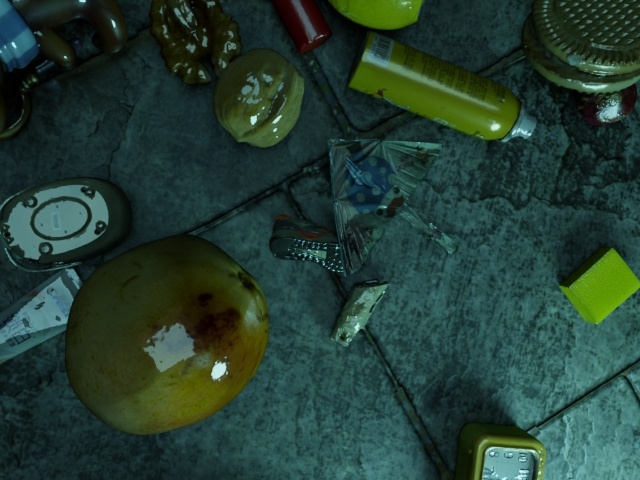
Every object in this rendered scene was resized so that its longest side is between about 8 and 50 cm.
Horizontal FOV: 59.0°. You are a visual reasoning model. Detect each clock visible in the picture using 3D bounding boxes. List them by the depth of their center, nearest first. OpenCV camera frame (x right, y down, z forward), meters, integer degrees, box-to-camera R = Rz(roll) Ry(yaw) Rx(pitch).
[{"bbox_3d":[0.327,0.451,1.045,0.143,0.096,0.202,6,89,-5],"label":"clock"}]

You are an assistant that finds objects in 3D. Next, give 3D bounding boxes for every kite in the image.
[{"bbox_3d":[0.126,-0.070,1.012,0.314,0.011,0.335,40,70,-12],"label":"kite"}]

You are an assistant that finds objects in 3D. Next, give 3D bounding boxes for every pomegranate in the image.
[{"bbox_3d":[-0.239,0.144,0.860,0.319,0.319,0.319,0,90,-8],"label":"pomegranate"}]

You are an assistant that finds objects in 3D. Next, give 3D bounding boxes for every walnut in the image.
[{"bbox_3d":[-0.101,-0.240,0.953,0.166,0.149,0.166,-21,121,-39],"label":"walnut"},{"bbox_3d":[-0.212,-0.350,0.974,0.143,0.069,0.170,-25,92,-6],"label":"walnut"}]

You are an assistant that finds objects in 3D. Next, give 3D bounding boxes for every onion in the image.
[{"bbox_3d":[0.541,-0.274,1.075,0.107,0.097,0.107,12,115,27],"label":"onion"}]

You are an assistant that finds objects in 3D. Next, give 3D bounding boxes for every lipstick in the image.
[{"bbox_3d":[-0.074,-0.470,0.993,0.073,0.073,0.279,-30,95,-7],"label":"lipstick"}]

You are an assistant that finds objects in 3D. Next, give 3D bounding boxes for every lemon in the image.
[{"bbox_3d":[0.087,-0.484,0.938,0.219,0.240,0.240,17,88,5],"label":"lemon"}]

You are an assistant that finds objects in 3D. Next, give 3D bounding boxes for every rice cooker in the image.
[{"bbox_3d":[-0.414,-0.030,0.918,0.206,0.127,0.145,-18,92,-16],"label":"rice cooker"}]

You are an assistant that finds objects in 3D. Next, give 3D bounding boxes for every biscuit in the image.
[{"bbox_3d":[0.494,-0.381,1.030,0.259,0.079,0.259,0,62,0],"label":"biscuit"}]

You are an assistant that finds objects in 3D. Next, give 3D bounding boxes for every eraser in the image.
[{"bbox_3d":[0.542,0.087,1.098,0.122,0.045,0.097,-41,95,-5],"label":"eraser"}]

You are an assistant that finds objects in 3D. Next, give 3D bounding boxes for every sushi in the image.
[{"bbox_3d":[0.063,-0.105,1.026,0.083,0.046,0.044,-22,94,-8],"label":"sushi"}]

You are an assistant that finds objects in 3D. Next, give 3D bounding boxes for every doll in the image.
[{"bbox_3d":[-0.475,-0.330,0.850,0.209,0.318,0.340,20,62,31],"label":"doll"}]

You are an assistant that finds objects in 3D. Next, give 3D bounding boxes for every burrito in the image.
[{"bbox_3d":[0.068,0.125,1.032,0.055,0.041,0.149,37,82,-20],"label":"burrito"}]

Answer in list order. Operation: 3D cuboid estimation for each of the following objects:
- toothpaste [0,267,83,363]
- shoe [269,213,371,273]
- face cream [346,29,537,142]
[{"bbox_3d":[-0.534,0.166,0.937,0.323,0.066,0.100,-32,97,-12],"label":"toothpaste"},{"bbox_3d":[0.002,0.000,1.009,0.194,0.074,0.077,12,45,-20],"label":"shoe"},{"bbox_3d":[0.226,-0.264,1.020,0.349,0.105,0.105,19,88,-8],"label":"face cream"}]
